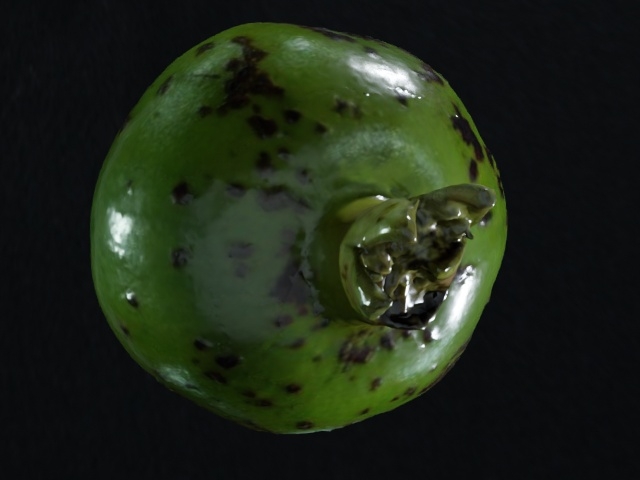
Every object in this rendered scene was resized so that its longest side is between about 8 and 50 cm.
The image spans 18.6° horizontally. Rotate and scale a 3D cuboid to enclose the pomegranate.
[{"bbox_3d":[0.000,0.000,0.946,0.211,0.263,0.211,-6,-75,-24],"label":"pomegranate"}]
